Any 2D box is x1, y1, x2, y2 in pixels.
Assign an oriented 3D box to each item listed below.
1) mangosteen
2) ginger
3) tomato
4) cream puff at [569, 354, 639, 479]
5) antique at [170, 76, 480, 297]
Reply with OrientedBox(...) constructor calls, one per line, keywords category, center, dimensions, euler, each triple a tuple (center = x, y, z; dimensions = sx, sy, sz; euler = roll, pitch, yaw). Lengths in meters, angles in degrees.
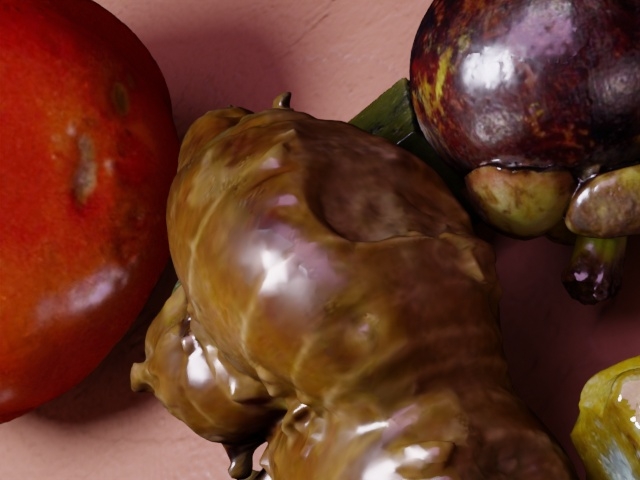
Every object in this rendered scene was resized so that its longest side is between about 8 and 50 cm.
OrientedBox(category="mangosteen", center=(0.152, -0.071, 1.108), dimensions=(0.192, 0.192, 0.217), euler=(-9, 91, 38))
OrientedBox(category="ginger", center=(0.007, 0.074, 1.094), dimensions=(0.274, 0.152, 0.358), euler=(-37, 74, 59))
OrientedBox(category="tomato", center=(-0.259, -0.035, 1.351), dimensions=(0.325, 0.289, 0.293), euler=(-64, 22, -5))
OrientedBox(category="cream puff", center=(0.208, 0.109, 0.976), dimensions=(0.116, 0.146, 0.146), euler=(-27, 41, -15))
OrientedBox(category="antique", center=(0.000, 0.000, 1.234), dimensions=(0.221, 0.081, 0.080), euler=(-37, 24, 20))
